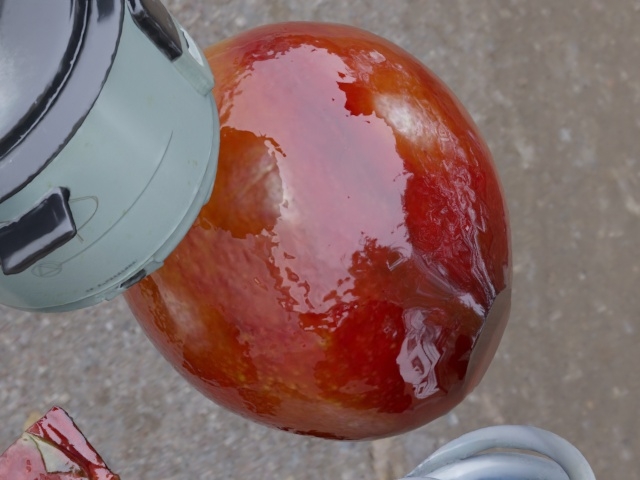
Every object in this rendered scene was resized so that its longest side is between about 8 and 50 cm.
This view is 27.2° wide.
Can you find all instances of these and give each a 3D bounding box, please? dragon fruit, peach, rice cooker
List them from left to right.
[{"bbox_3d":[-0.203,-0.088,0.865,0.227,0.241,0.280,46,17,-56],"label":"rice cooker"},{"bbox_3d":[-0.240,0.286,1.111,0.205,0.317,0.152,-41,81,-18],"label":"dragon fruit"},{"bbox_3d":[0.000,0.000,1.189,0.388,0.388,0.388,20,55,-31],"label":"peach"}]

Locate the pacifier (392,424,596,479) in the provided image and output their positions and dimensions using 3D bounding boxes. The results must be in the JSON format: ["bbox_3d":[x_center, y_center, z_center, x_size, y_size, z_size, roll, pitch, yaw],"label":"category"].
[{"bbox_3d":[0.123,0.295,0.996,0.244,0.299,0.233,-29,115,-7],"label":"pacifier"}]
